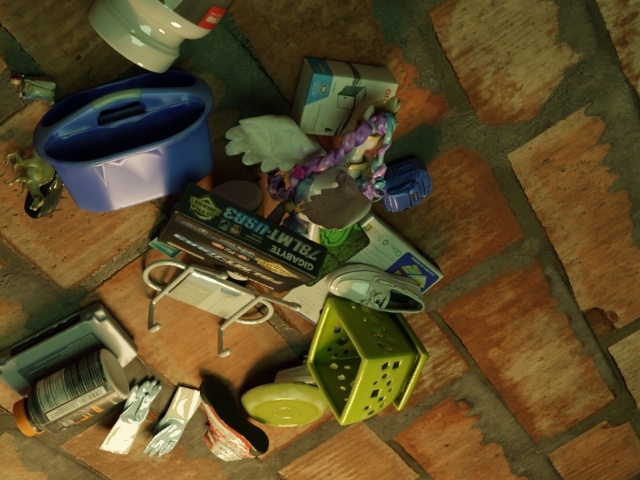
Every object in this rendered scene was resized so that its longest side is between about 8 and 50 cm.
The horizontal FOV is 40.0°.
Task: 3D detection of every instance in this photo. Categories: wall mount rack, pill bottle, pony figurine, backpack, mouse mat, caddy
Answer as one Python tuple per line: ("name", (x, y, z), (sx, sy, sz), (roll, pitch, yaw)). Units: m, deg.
("wall mount rack", (-0.222, 0.140, 2.001), (0.350, 0.130, 0.304), (25, 133, -33))
("pill bottle", (-0.177, -0.018, 1.938), (0.117, 0.118, 0.208), (-12, 128, -10))
("pony figurine", (-0.003, -0.121, 1.772), (0.351, 0.303, 0.363), (-30, 160, -37))
("pill bottle", (-0.574, 0.356, 2.009), (0.245, 0.130, 0.130), (-27, 130, 2))
("backpack", (0.195, -0.123, 2.004), (0.120, 0.101, 0.098), (-23, 137, -7))
("pill bottle", (-0.227, -0.481, 1.509), (0.210, 0.210, 0.363), (29, 112, -34))
("mouse mat", (0.000, 0.000, 2.035), (0.189, 0.007, 0.153), (-37, 96, 9))
("caddy", (-0.361, -0.205, 1.654), (0.341, 0.241, 0.179), (-18, 134, -7))

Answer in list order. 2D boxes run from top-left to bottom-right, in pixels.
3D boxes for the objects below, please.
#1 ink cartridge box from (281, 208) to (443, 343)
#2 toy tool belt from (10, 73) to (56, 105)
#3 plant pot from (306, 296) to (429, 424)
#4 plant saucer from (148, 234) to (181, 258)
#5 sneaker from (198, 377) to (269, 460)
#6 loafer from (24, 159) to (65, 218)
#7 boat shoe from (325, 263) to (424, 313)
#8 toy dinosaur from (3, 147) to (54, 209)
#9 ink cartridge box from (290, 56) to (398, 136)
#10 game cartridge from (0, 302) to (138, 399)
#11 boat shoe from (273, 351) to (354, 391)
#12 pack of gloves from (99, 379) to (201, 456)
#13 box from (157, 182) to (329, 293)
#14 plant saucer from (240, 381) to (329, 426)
("ink cartridge box", (0.099, 0.099, 2.162), (0.307, 0.072, 0.303), (-40, 129, 15))
("toy tool belt", (-0.541, -0.281, 1.653), (0.083, 0.052, 0.051), (2, 117, -20))
("plant pot", (0.121, 0.284, 2.133), (0.207, 0.228, 0.227), (-1, 127, -27))
("plant saucer", (-0.296, -0.017, 1.904), (0.067, 0.018, 0.192), (35, 136, -23))
("sneaker", (-0.267, 0.478, 2.295), (0.145, 0.090, 0.270), (-22, 119, 33))
("loafer", (-0.543, -0.124, 1.777), (0.170, 0.062, 0.061), (-60, 161, 18))
("boat shoe", (0.138, 0.122, 2.094), (0.258, 0.084, 0.095), (7, 124, -25))
("toy dinosaur", (-0.569, -0.149, 1.733), (0.092, 0.053, 0.183), (3, 85, 4))
("ink cartridge box", (0.048, -0.294, 1.833), (0.190, 0.082, 0.140), (3, 125, -20))
("game cartridge", (-0.591, 0.278, 2.060), (0.294, 0.060, 0.196), (-27, 127, 2))
("boat shoe", (0.031, 0.341, 2.310), (0.320, 0.103, 0.118), (-10, 147, -5))
("pack of gloves", (-0.436, 0.452, 2.265), (0.195, 0.046, 0.232), (22, 105, -33))
("box", (-0.162, 0.007, 1.738), (0.295, 0.293, 0.073), (26, 73, -12))
("plant saucer", (-0.091, 0.439, 2.310), (0.240, 0.037, 0.241), (0, 146, 0))
